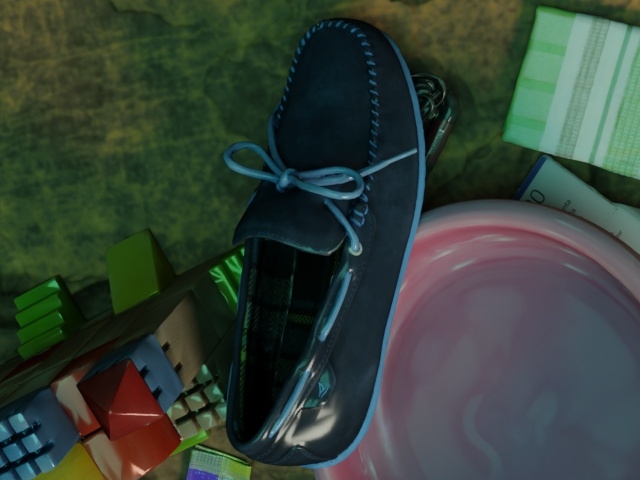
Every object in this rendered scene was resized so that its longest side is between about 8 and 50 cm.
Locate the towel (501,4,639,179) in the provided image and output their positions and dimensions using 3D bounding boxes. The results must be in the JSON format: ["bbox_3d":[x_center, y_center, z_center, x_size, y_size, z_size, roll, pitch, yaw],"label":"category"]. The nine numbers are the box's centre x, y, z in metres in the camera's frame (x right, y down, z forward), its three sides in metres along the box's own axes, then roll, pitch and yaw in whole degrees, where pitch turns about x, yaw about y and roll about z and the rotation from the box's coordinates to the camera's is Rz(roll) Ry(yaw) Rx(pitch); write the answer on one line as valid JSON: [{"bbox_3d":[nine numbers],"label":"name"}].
[{"bbox_3d":[0.226,-0.110,0.932,0.152,0.023,0.113,17,107,8],"label":"towel"}]

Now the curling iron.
[{"bbox_3d":[0.042,-0.015,0.990,0.068,0.035,0.274,31,116,23],"label":"curling iron"}]

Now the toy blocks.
[{"bbox_3d":[-0.207,0.148,0.966,0.381,0.261,0.191,-26,100,18],"label":"toy blocks"}]

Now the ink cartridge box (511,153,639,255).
[{"bbox_3d":[0.226,0.154,0.959,0.330,0.071,0.324,42,113,27],"label":"ink cartridge box"}]

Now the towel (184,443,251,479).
[{"bbox_3d":[-0.097,0.230,1.102,0.060,0.009,0.083,18,109,6],"label":"towel"}]

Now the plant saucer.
[{"bbox_3d":[0.143,0.134,0.924,0.332,0.084,0.332,1,92,34],"label":"plant saucer"}]

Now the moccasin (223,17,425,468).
[{"bbox_3d":[0.000,0.000,0.898,0.137,0.117,0.342,-1,85,40],"label":"moccasin"}]
